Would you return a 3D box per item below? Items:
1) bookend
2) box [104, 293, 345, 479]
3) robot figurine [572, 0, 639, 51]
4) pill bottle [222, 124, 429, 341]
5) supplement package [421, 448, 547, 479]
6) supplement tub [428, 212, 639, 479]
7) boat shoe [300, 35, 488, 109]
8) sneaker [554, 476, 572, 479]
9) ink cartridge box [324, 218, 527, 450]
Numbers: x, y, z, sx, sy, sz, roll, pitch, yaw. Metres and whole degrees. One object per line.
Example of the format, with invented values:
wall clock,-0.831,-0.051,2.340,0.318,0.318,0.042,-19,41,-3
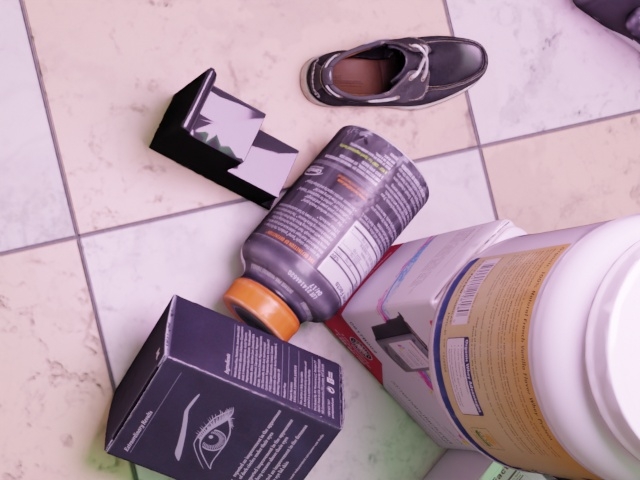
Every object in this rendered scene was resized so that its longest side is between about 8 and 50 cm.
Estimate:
bookend,-0.087,-0.106,1.503,0.156,0.157,0.072,27,77,-15
box,-0.100,0.176,1.464,0.207,0.108,0.153,26,121,-16
robot figurine,0.416,-0.312,1.694,0.278,0.173,0.209,31,81,-14
pill bottle,0.000,0.000,1.539,0.130,0.130,0.246,44,73,-11
supplement package,0.225,0.354,1.585,0.244,0.134,0.139,46,73,-11
supplement tub,0.250,0.096,1.194,0.228,0.316,0.228,2,85,-18
boat shoe,0.098,-0.196,1.619,0.233,0.079,0.084,-9,87,-21
sneaker,0.284,0.234,1.643,0.097,0.084,0.235,-25,78,10
ink cartridge box,0.161,0.111,1.492,0.131,0.306,0.226,-45,100,-17
